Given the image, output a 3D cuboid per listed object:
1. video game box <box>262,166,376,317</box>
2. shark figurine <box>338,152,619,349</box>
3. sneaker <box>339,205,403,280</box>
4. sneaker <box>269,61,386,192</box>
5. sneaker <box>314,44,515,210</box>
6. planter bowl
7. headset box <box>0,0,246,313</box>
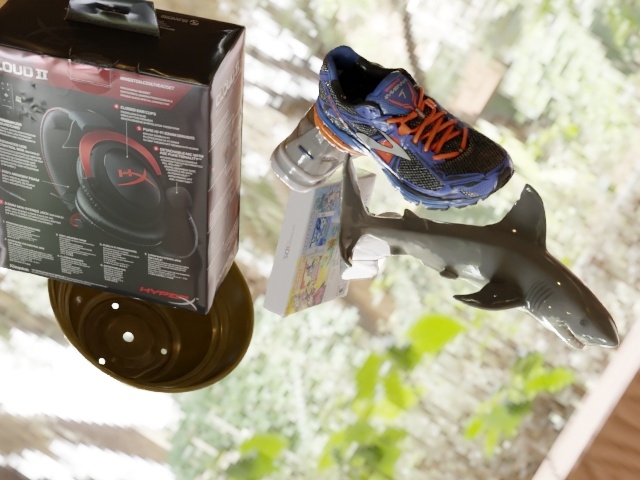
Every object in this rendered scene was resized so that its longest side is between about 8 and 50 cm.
[{"bbox_3d":[0.000,0.000,2.280,0.187,0.048,0.205,-17,-55,-60],"label":"video game box"},{"bbox_3d":[0.141,-0.005,1.370,0.166,0.278,0.116,-75,9,-78],"label":"shark figurine"},{"bbox_3d":[0.066,-0.016,2.199,0.212,0.080,0.094,129,139,-65],"label":"sneaker"},{"bbox_3d":[0.044,-0.165,2.028,0.115,0.105,0.281,-44,7,40],"label":"sneaker"},{"bbox_3d":[0.071,-0.098,1.311,0.083,0.221,0.087,-43,-37,-25],"label":"sneaker"},{"bbox_3d":[-0.183,0.080,1.559,0.217,0.217,0.090,-54,0,-43],"label":"planter bowl"},{"bbox_3d":[-0.187,-0.094,1.399,0.110,0.218,0.293,-67,-15,-49],"label":"headset box"}]
